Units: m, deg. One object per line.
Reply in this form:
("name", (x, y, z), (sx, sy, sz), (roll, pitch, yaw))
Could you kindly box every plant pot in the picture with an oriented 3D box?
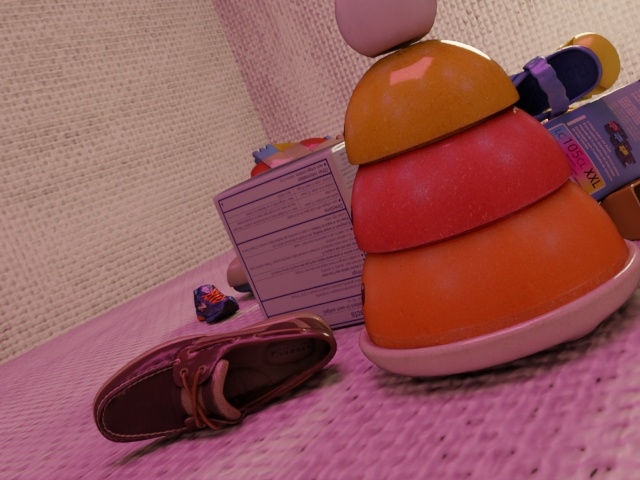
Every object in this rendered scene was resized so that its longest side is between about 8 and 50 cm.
("plant pot", (0.464, -0.046, 1.072), (0.081, 0.081, 0.083), (-25, 1, -31))

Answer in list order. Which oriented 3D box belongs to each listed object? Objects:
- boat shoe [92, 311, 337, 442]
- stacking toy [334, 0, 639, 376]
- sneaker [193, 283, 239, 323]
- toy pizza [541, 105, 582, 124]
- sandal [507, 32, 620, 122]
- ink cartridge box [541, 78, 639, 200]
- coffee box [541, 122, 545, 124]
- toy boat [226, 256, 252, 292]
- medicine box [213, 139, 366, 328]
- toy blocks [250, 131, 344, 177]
("boat shoe", (-0.138, 0.186, 0.954), (0.342, 0.123, 0.123), (-16, 4, -7))
("stacking toy", (0.141, -0.112, 0.864), (0.351, 0.479, 0.350), (-21, 6, 2))
("sneaker", (-0.273, 0.153, 1.804), (0.083, 0.087, 0.221), (-26, 7, -29))
("toy pizza", (0.648, -0.310, 1.796), (0.201, 0.032, 0.201), (-14, 21, 5))
("sandal", (0.324, -0.224, 1.190), (0.138, 0.126, 0.317), (-29, -6, -38))
("ink cartridge box", (0.446, -0.131, 1.253), (0.395, 0.151, 0.270), (-27, -8, -30))
("coffee box", (0.538, -0.192, 1.680), (0.141, 0.098, 0.246), (-63, 6, 2))
("toy boat", (-0.088, 0.046, 1.962), (0.318, 0.148, 0.267), (-36, 9, -38))
("medicine box", (0.000, 0.000, 1.254), (0.263, 0.289, 0.149), (-17, 10, 36))
("toy blocks", (-0.044, -0.128, 1.546), (0.381, 0.190, 0.261), (-30, 39, -17))
